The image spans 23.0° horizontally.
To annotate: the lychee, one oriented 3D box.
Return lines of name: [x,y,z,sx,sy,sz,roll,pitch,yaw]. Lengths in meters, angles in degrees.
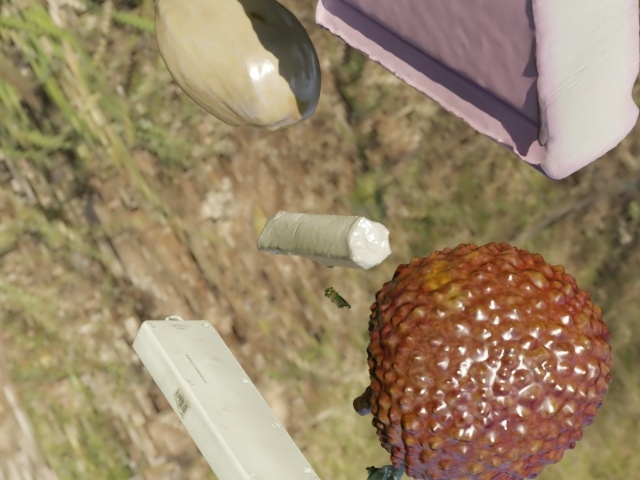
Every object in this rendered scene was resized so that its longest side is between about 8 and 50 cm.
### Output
lychee: [0.173,0.142,1.739,0.304,0.276,0.276,-18,162,19]

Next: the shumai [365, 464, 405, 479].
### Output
shumai: [0.091,0.337,2.088,0.083,0.082,0.080,16,110,-9]

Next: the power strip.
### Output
power strip: [-0.099,0.217,1.821,0.106,0.367,0.043,2,126,-39]

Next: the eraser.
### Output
eraser: [0.121,-0.249,1.396,0.122,0.359,0.272,-28,131,-23]

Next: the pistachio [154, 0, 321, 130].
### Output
pistachio: [-0.098,-0.219,1.838,0.153,0.238,0.138,-60,156,9]

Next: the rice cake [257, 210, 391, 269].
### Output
rice cake: [0.000,0.000,1.780,0.057,0.052,0.256,-49,-159,-16]

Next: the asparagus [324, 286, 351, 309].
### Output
asparagus: [0.017,0.061,1.649,0.013,0.016,0.166,-31,-173,-3]
